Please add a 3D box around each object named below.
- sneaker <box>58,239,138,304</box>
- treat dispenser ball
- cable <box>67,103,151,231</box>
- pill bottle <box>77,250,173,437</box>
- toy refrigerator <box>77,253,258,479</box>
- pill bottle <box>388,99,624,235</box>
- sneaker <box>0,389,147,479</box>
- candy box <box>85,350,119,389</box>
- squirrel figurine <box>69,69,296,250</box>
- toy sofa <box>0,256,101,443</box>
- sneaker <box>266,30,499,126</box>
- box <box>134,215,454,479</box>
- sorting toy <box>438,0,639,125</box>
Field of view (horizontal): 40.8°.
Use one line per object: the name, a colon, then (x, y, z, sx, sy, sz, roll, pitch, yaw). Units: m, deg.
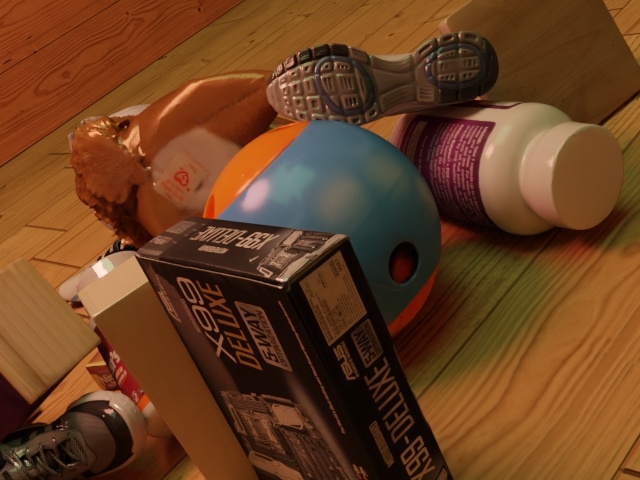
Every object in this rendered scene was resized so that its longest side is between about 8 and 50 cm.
sneaker: (-0.378, 0.046, 1.557, 0.237, 0.086, 0.085, -22, 28, 14)
treat dispenser ball: (0.000, 0.000, 1.032, 0.288, 0.288, 0.288, -22, 26, 12)
cable: (-0.325, -0.128, 1.632, 0.257, 0.257, 0.089, -24, 26, -31)
pill bottle: (-0.217, 0.127, 1.089, 0.121, 0.121, 0.221, -32, 63, -9)
toy refrigerator: (-0.141, 0.142, 0.928, 0.102, 0.269, 0.094, -35, 26, -14)
pill bottle: (0.234, -0.097, 1.124, 0.169, 0.169, 0.301, -38, 27, -20)
sneaker: (-0.329, 0.268, 1.019, 0.268, 0.101, 0.153, -25, 5, 34)
candy box: (-0.254, 0.141, 1.295, 0.109, 0.053, 0.187, -9, 30, 34)
squirrel figurine: (-0.176, -0.111, 1.361, 0.397, 0.281, 0.370, 0, 8, 14)
toy sofa: (-0.441, 0.184, 1.121, 0.177, 0.150, 0.362, -44, 3, -39)
sneaker: (0.077, -0.197, 1.129, 0.297, 0.111, 0.129, -5, -1, -3)
box: (-0.021, 0.129, 0.791, 0.076, 0.307, 0.242, -39, 28, -30)
sorting toy: (0.317, -0.269, 1.282, 0.257, 0.255, 0.089, -37, 11, -19)
